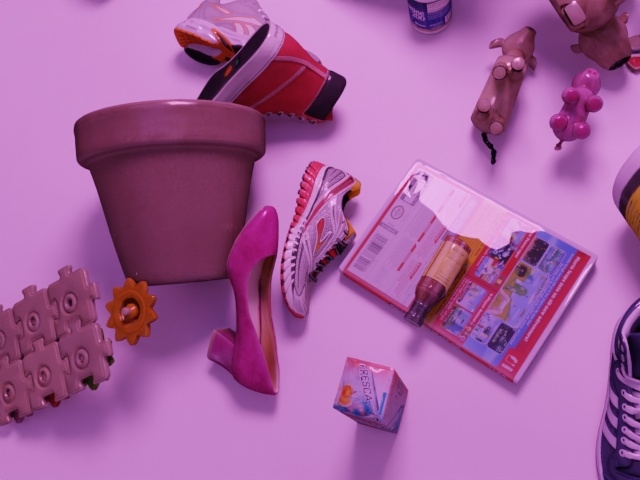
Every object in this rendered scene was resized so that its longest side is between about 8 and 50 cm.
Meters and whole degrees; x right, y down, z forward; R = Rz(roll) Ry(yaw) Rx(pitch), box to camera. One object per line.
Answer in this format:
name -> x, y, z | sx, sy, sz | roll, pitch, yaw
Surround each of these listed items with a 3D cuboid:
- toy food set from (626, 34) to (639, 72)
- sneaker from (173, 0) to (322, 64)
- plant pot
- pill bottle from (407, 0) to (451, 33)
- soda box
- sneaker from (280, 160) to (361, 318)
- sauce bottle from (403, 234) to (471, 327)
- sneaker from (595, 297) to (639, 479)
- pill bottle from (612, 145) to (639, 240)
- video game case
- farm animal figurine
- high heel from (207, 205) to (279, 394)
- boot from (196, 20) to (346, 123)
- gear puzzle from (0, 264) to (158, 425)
toy food set -> 0.495, -0.276, 1.042 | 0.122, 0.019, 0.077 | -16, 67, 6
sneaker -> -0.104, -0.332, 1.153 | 0.263, 0.099, 0.121 | 23, 72, 18
plant pot -> -0.198, -0.055, 1.008 | 0.263, 0.263, 0.229 | -6, 87, 10
pill bottle -> 0.164, -0.376, 1.095 | 0.067, 0.120, 0.067 | -4, 68, 11
soda box -> 0.065, 0.190, 0.869 | 0.058, 0.183, 0.062 | 12, 74, 16
sneaker -> 0.000, 0.000, 1.009 | 0.093, 0.088, 0.225 | 14, 79, 5
sauce bottle -> 0.152, 0.055, 0.952 | 0.042, 0.042, 0.128 | 30, 80, 20
sneaker -> 0.376, 0.194, 0.817 | 0.099, 0.153, 0.282 | 4, 71, 14
pill bottle -> 0.496, 0.021, 0.809 | 0.188, 0.188, 0.333 | -24, 56, 3
video game case -> 0.196, 0.033, 0.987 | 0.285, 0.025, 0.204 | 32, 79, 21
farm animal figurine -> 0.350, -0.301, 0.995 | 0.331, 0.172, 0.326 | -13, 97, 15
high heel -> -0.072, 0.082, 0.960 | 0.117, 0.082, 0.244 | 25, 99, 27
boot -> -0.082, -0.203, 1.105 | 0.244, 0.176, 0.088 | -31, 41, 39
gear puzzle -> -0.345, 0.130, 1.000 | 0.339, 0.044, 0.175 | -25, 73, 27
